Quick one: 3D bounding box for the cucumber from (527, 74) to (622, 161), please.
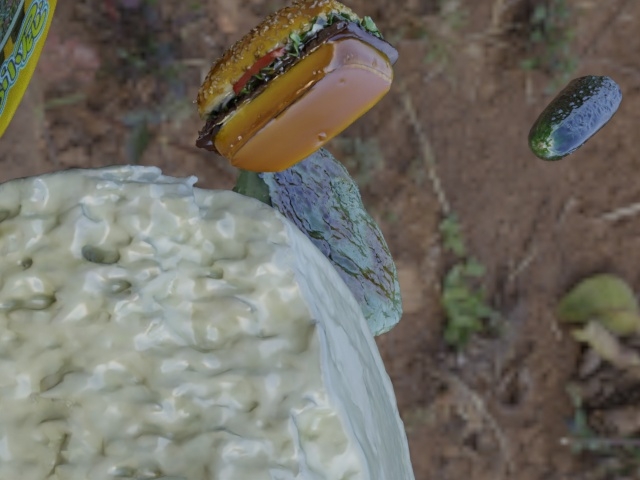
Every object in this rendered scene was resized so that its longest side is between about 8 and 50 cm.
[{"bbox_3d":[0.324,-0.155,1.918,0.241,0.074,0.075,-40,131,-57],"label":"cucumber"}]

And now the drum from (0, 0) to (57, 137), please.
[{"bbox_3d":[-0.419,-0.257,1.475,0.431,0.214,0.431,18,90,-86],"label":"drum"}]

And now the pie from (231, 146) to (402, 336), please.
[{"bbox_3d":[0.000,0.000,1.442,0.240,0.054,0.241,43,30,-33],"label":"pie"}]

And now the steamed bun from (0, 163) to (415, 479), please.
[{"bbox_3d":[-0.094,0.098,0.741,0.273,0.290,0.272,-8,100,-72],"label":"steamed bun"}]

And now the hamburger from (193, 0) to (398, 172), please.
[{"bbox_3d":[-0.024,-0.124,1.185,0.087,0.166,0.137,61,18,21],"label":"hamburger"}]
